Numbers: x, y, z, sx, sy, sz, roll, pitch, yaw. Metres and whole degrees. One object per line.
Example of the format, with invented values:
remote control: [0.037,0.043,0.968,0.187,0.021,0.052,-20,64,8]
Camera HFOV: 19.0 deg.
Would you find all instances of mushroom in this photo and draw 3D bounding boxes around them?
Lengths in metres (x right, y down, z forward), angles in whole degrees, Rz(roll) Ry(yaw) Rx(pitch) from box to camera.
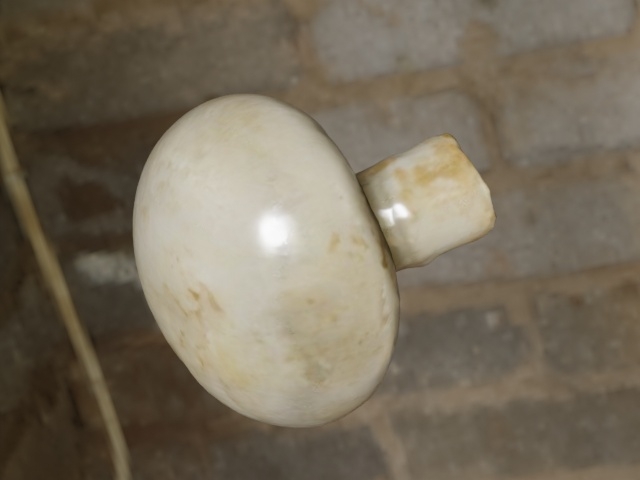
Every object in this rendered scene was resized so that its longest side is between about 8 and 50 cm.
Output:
mushroom: [-0.017,-0.005,1.145,0.206,0.206,0.209,16,64,50]
